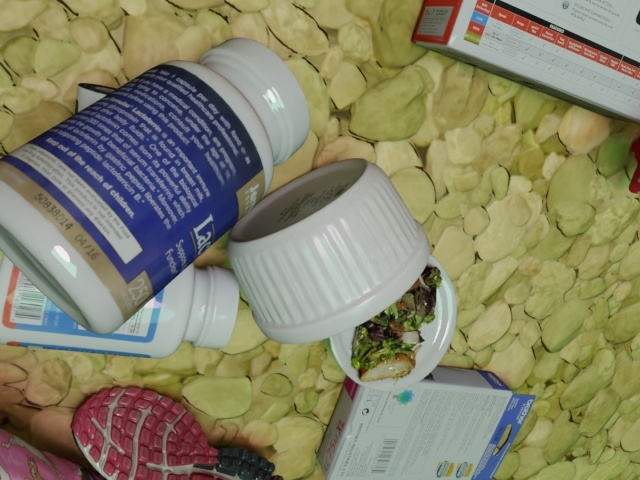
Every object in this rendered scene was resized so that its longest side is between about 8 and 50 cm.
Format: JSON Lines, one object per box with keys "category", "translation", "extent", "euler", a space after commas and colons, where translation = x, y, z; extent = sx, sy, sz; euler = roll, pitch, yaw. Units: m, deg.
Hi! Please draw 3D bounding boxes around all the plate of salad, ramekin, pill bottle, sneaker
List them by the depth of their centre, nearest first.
{"category": "pill bottle", "translation": [-0.137, -0.061, 0.454], "extent": [0.265, 0.153, 0.153], "euler": [-46, 123, -29]}
{"category": "pill bottle", "translation": [-0.204, 0.058, 0.545], "extent": [0.221, 0.124, 0.124], "euler": [12, 108, -24]}
{"category": "ramekin", "translation": [0.000, 0.000, 0.551], "extent": [0.207, 0.207, 0.109], "euler": [-30, 109, -5]}
{"category": "sneaker", "translation": [-0.188, 0.301, 0.666], "extent": [0.112, 0.121, 0.299], "euler": [-34, 115, 32]}
{"category": "plate of salad", "translation": [0.104, 0.105, 0.692], "extent": [0.199, 0.048, 0.200], "euler": [-2, 95, -22]}

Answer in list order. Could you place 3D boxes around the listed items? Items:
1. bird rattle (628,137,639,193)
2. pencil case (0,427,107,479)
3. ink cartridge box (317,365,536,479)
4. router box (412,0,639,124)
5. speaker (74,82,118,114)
{"category": "bird rattle", "translation": [0.487, -0.148, 0.641], "extent": [0.142, 0.253, 0.207], "euler": [5, 104, 15]}
{"category": "pencil case", "translation": [-0.354, 0.246, 0.501], "extent": [0.160, 0.167, 0.386], "euler": [-43, 137, -14]}
{"category": "ink cartridge box", "translation": [0.167, 0.285, 0.807], "extent": [0.310, 0.065, 0.186], "euler": [12, 107, -20]}
{"category": "router box", "translation": [0.308, -0.318, 0.583], "extent": [0.335, 0.082, 0.302], "euler": [11, 108, -23]}
{"category": "speaker", "translation": [-0.219, -0.081, 0.519], "extent": [0.055, 0.055, 0.136], "euler": [8, 110, -22]}
